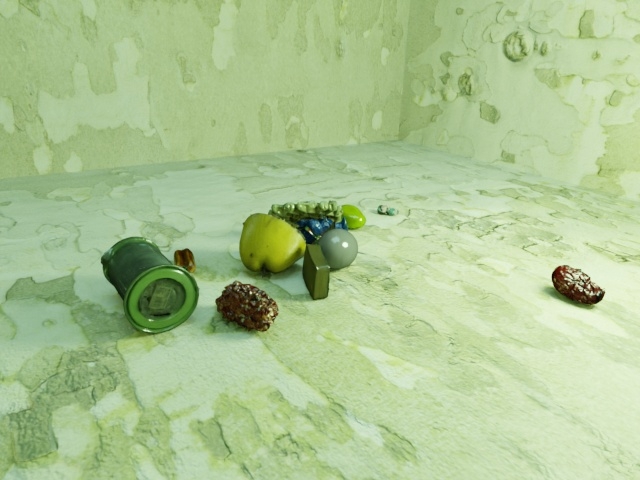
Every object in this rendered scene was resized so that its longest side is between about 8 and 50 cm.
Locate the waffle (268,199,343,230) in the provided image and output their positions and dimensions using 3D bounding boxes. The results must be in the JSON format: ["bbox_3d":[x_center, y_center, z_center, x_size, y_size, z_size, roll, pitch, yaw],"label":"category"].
[{"bbox_3d":[-0.061,-0.095,1.872,0.310,0.056,0.291,-5,-18,-2],"label":"waffle"}]

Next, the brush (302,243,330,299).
[{"bbox_3d":[-0.015,0.099,1.511,0.059,0.123,0.197,0,23,-13],"label":"brush"}]

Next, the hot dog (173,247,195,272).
[{"bbox_3d":[-0.482,0.079,1.620,0.072,0.055,0.188,-9,25,-16],"label":"hot dog"}]

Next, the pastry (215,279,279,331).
[{"bbox_3d":[-0.207,0.189,1.314,0.209,0.115,0.097,15,14,33],"label":"pastry"}]

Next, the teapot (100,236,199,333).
[{"bbox_3d":[-0.500,0.119,1.382,0.271,0.200,0.337,17,7,-40],"label":"teapot"}]

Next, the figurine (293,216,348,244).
[{"bbox_3d":[-0.013,-0.023,1.822,0.263,0.120,0.164,-11,-17,16],"label":"figurine"}]

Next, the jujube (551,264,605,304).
[{"bbox_3d":[0.826,0.149,1.482,0.104,0.104,0.166,-8,35,-22],"label":"jujube"}]

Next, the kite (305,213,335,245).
[{"bbox_3d":[0.000,0.000,1.755,0.160,0.183,0.010,43,9,-15],"label":"kite"}]

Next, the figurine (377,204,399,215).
[{"bbox_3d":[0.328,-0.147,2.222,0.106,0.047,0.060,12,34,19],"label":"figurine"}]

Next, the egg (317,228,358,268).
[{"bbox_3d":[0.063,0.030,1.651,0.147,0.146,0.199,6,4,12],"label":"egg"}]

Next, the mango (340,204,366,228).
[{"bbox_3d":[0.131,-0.107,2.057,0.117,0.089,0.163,-7,25,-18],"label":"mango"}]

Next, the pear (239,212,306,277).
[{"bbox_3d":[-0.198,0.034,1.610,0.267,0.266,0.178,14,50,27],"label":"pear"}]
